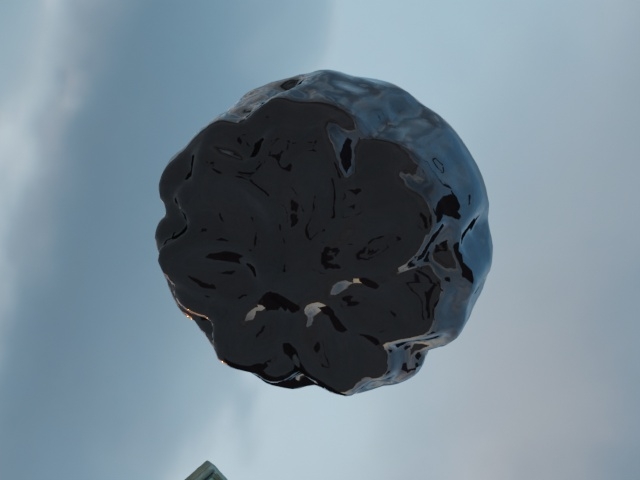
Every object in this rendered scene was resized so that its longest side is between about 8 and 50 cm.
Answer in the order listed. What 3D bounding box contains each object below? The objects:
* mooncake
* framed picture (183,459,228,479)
[{"bbox_3d":[0.000,0.000,1.645,0.283,0.283,0.141,-65,176,30],"label":"mooncake"},{"bbox_3d":[-0.099,0.344,1.733,0.232,0.296,0.019,46,-50,4],"label":"framed picture"}]
